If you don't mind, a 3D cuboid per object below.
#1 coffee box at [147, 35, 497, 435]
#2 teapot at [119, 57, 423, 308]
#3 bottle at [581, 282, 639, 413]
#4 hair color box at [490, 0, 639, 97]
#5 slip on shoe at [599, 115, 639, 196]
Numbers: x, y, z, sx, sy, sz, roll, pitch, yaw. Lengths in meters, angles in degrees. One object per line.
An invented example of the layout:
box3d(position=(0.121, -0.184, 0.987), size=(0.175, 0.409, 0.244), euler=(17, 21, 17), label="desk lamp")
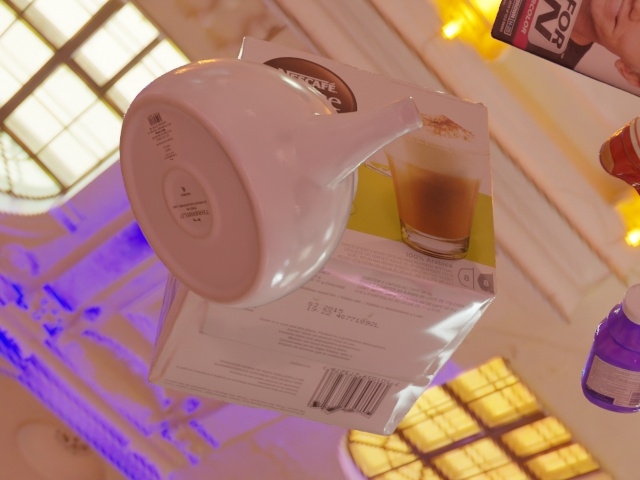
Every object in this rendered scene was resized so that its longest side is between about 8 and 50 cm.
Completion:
box3d(position=(0.000, 0.000, 1.524), size=(0.338, 0.338, 0.334), euler=(15, -132, -11), label="coffee box")
box3d(position=(-0.058, -0.068, 1.128), size=(0.256, 0.252, 0.187), euler=(38, -132, 27), label="teapot")
box3d(position=(0.487, 0.170, 1.866), size=(0.118, 0.282, 0.092), euler=(14, -124, 12), label="bottle")
box3d(position=(0.353, -0.248, 1.278), size=(0.105, 0.173, 0.347), euler=(6, -162, -37), label="hair color box")
box3d(position=(0.550, -0.100, 1.852), size=(0.331, 0.101, 0.123), euler=(22, -125, -41), label="slip on shoe")
